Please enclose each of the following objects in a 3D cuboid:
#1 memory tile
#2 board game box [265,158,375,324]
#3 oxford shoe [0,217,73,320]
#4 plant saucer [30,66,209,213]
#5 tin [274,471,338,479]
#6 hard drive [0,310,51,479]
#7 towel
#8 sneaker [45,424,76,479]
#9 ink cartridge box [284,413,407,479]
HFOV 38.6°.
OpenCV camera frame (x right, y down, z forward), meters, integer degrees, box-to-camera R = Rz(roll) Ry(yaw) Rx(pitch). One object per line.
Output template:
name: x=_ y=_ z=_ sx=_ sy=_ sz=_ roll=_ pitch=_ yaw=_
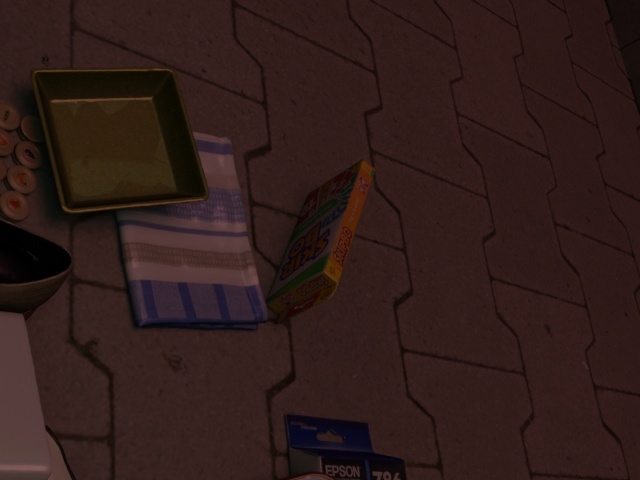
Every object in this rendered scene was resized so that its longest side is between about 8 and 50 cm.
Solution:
memory tile: x=-0.371 y=-0.098 z=1.041 sx=0.113 sy=0.012 sz=0.147 roll=28 pitch=49 yaw=-34
board game box: x=0.000 y=0.000 z=1.294 sx=0.039 sy=0.124 sz=0.259 roll=39 pitch=44 yaw=-23
oxford shoe: x=-0.402 y=-0.007 z=0.859 sx=0.348 sy=0.130 sz=0.122 roll=14 pitch=58 yaw=-42
plant saucer: x=-0.249 y=-0.119 z=1.123 sx=0.189 sy=0.045 sz=0.188 roll=-8 pitch=73 yaw=-33
tin: x=-0.047 y=0.332 z=1.065 sx=0.190 sy=0.040 sz=0.106 roll=-8 pitch=65 yaw=-27
hard drive: x=-0.395 y=0.121 z=0.763 sx=0.308 sy=0.040 sz=0.203 roll=11 pitch=32 yaw=-33
towel: x=-0.173 y=-0.022 z=1.193 sx=0.209 sy=0.034 sz=0.284 roll=7 pitch=63 yaw=-44
sneaker: x=-0.328 y=0.246 z=0.813 sx=0.316 sy=0.127 sz=0.182 roll=26 pitch=36 yaw=-27
ink cartridge box: x=0.048 y=0.382 z=1.169 sx=0.165 sy=0.065 sz=0.332 roll=14 pitch=57 yaw=-41
